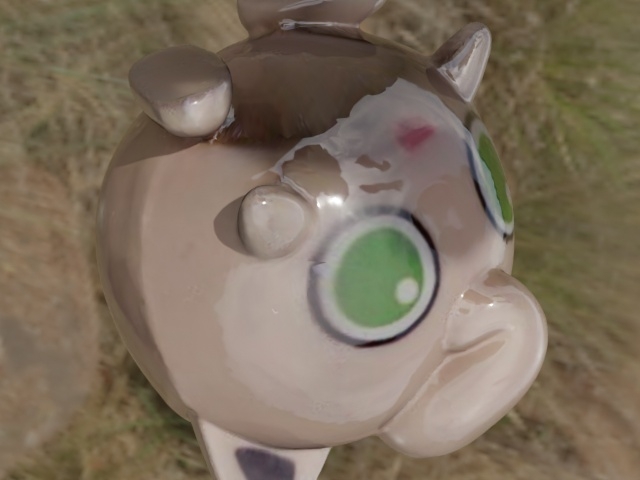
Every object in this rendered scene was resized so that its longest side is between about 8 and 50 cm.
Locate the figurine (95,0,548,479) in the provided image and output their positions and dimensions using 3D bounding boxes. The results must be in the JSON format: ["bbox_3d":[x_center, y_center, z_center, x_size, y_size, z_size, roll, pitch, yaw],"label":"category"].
[{"bbox_3d":[0.000,0.000,0.487,0.125,0.125,0.138,-34,116,-36],"label":"figurine"}]
